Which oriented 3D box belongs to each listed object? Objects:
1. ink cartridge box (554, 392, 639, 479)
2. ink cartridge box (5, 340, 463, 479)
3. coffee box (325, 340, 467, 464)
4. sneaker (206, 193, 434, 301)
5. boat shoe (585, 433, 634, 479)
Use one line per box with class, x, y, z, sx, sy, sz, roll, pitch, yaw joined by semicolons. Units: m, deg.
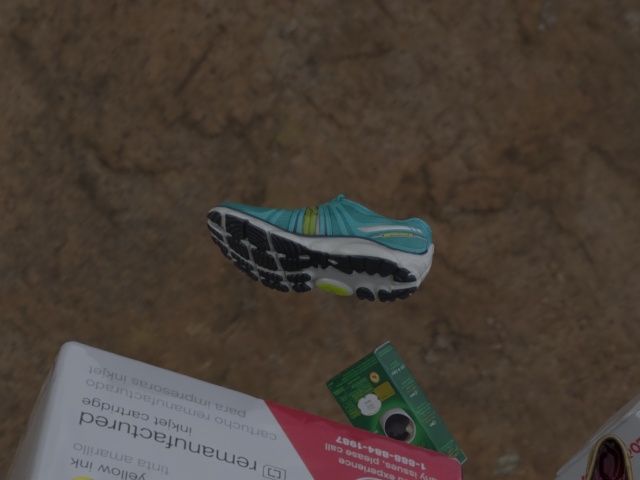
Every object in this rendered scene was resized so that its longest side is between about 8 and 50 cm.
ink cartridge box;0.458;0.311;1.814;0.307;0.223;0.129;45;57;8
ink cartridge box;-0.061;0.268;0.867;0.279;0.160;0.384;19;34;-13
coffee box;0.097;0.234;2.025;0.040;0.113;0.184;-30;84;-47
sneaker;0.000;0.000;1.843;0.275;0.107;0.110;11;49;14
boat shoe;0.238;0.227;1.304;0.050;0.045;0.135;-2;66;10
